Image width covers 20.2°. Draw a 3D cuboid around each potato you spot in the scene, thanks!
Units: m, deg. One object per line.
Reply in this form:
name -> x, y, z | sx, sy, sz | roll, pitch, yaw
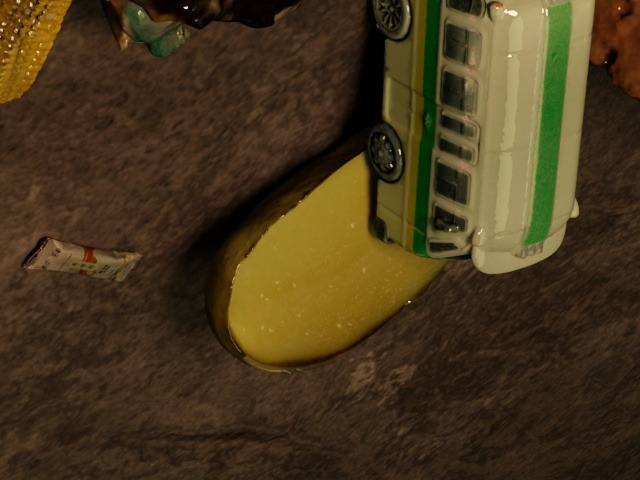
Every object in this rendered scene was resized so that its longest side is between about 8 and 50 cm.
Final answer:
potato -> 0.000, 0.000, 1.585 | 0.272, 0.111, 0.160 | -41, 125, -19

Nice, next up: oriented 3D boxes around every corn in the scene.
corn -> -0.194, -0.177, 1.196 | 0.072, 0.072, 0.203 | -3, 136, -43

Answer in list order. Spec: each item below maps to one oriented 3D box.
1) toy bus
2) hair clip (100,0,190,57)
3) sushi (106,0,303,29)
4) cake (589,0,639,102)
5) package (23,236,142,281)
toy bus -> 0.134, -0.109, 1.466 | 0.134, 0.165, 0.276 | -16, 122, -29
hair clip -> -0.075, -0.279, 1.164 | 0.110, 0.095, 0.358 | 10, 126, -29
sushi -> -0.090, -0.290, 0.907 | 0.329, 0.328, 0.285 | 12, 114, -50
cake -> 0.381, -0.223, 1.506 | 0.256, 0.282, 0.290 | 1, 131, -50
package -> -0.198, 0.017, 1.510 | 0.110, 0.015, 0.037 | 10, 132, -49
